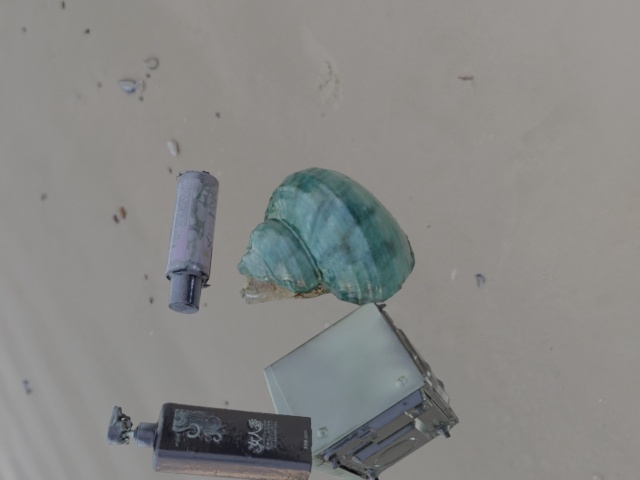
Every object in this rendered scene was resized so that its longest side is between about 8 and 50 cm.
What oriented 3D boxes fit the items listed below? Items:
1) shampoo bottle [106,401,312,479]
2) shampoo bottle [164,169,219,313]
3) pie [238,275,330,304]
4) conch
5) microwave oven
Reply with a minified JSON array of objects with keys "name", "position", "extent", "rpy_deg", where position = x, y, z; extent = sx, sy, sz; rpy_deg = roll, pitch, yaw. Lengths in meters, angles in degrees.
[{"name":"shampoo bottle","position":[-0.168,0.309,1.010],"extent":[0.098,0.309,0.071],"rpy_deg":[-91,12,-45]},{"name":"shampoo bottle","position":[-0.191,0.002,0.976],"extent":[0.072,0.072,0.214],"rpy_deg":[-24,54,40]},{"name":"pie","position":[-0.046,0.073,1.477],"extent":[0.282,0.068,0.129],"rpy_deg":[-8,70,0]},{"name":"conch","position":[-0.003,0.001,0.848],"extent":[0.202,0.134,0.196],"rpy_deg":[-28,65,14]},{"name":"microwave oven","position":[0.103,0.364,1.451],"extent":[0.332,0.394,0.247],"rpy_deg":[-33,57,5]}]
